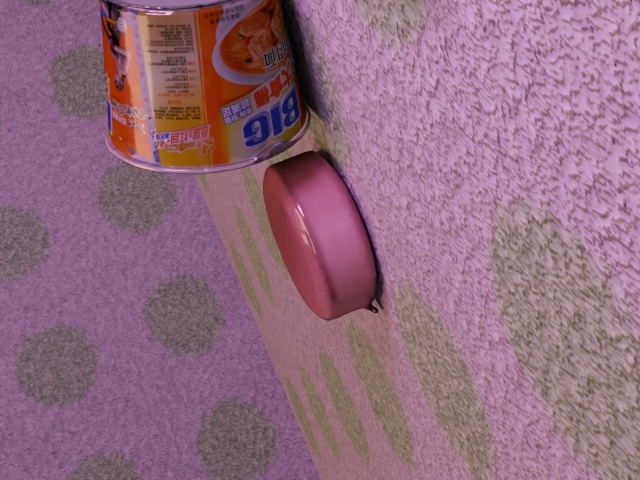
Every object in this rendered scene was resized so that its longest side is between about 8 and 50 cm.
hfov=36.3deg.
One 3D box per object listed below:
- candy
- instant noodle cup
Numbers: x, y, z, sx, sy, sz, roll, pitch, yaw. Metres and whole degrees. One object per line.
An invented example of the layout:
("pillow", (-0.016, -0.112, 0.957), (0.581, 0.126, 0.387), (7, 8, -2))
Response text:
("candy", (0.000, 0.000, 1.410), (0.255, 0.094, 0.255), (159, 90, -79))
("instant noodle cup", (-0.165, -0.247, 1.295), (0.296, 0.296, 0.214), (-126, 25, -53))
